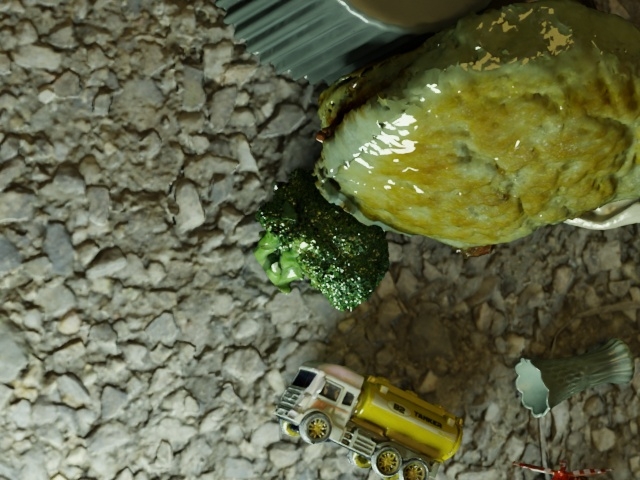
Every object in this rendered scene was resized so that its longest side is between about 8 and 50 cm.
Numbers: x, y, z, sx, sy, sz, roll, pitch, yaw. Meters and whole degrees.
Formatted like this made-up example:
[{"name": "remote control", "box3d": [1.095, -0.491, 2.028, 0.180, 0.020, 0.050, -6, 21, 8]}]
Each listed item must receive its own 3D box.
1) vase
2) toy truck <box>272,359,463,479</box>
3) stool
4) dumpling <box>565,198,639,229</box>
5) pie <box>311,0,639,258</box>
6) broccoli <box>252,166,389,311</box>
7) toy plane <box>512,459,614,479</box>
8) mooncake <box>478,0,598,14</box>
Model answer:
[{"name": "vase", "box3d": [0.338, 0.174, 1.756, 0.149, 0.081, 0.081, -14, 95, -20]}, {"name": "toy truck", "box3d": [0.062, 0.225, 1.664, 0.227, 0.098, 0.114, 27, 80, -18]}, {"name": "stool", "box3d": [0.049, -0.336, 1.526, 0.297, 0.330, 0.297, 0, 91, -16]}, {"name": "dumpling", "box3d": [0.441, -0.115, 1.689, 0.318, 0.243, 0.187, -51, 147, 10]}, {"name": "pie", "box3d": [0.209, -0.133, 1.477, 0.395, 0.418, 0.180, 20, 58, -41]}, {"name": "broccoli", "box3d": [0.000, 0.000, 1.611, 0.156, 0.195, 0.195, -30, 100, 6]}, {"name": "toy plane", "box3d": [0.283, 0.347, 1.718, 0.194, 0.126, 0.077, -40, 138, -48]}, {"name": "mooncake", "box3d": [0.280, -0.268, 1.645, 0.124, 0.228, 0.228, -37, 103, 19]}]
